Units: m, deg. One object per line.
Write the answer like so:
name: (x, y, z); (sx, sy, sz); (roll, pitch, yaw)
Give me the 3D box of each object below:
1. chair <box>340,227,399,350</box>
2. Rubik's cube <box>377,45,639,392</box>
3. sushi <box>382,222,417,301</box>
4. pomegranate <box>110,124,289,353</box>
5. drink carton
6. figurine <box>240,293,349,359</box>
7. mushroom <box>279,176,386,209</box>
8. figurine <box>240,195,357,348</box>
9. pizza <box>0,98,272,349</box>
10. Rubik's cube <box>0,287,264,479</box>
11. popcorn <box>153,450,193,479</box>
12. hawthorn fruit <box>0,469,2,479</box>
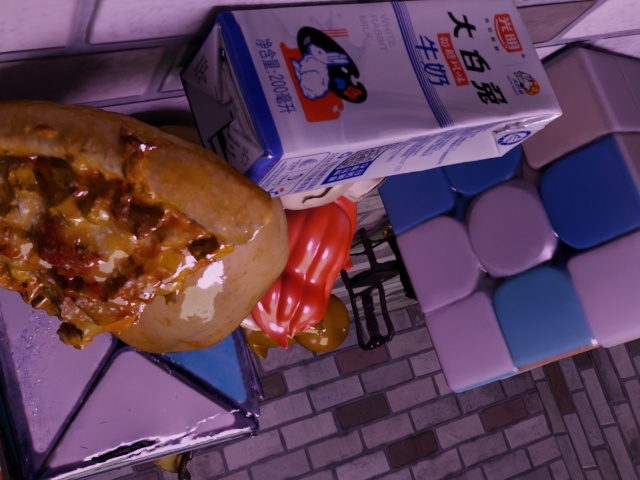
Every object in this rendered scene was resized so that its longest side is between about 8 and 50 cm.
chair: (0.114, 0.092, 1.687); (0.113, 0.229, 0.106); (-6, 164, -39)
Rubik's cube: (0.337, -0.022, 1.179); (0.347, 0.346, 0.344); (-28, 167, 38)
sushi: (0.302, -0.003, 1.611); (0.349, 0.207, 0.234); (-16, 177, 8)
pomegranate: (-0.145, -0.002, 0.832); (0.233, 0.233, 0.233); (-18, 169, -4)
drink carton: (0.050, -0.127, 0.748); (0.315, 0.130, 0.106); (-13, 168, -32)
figurine: (-0.061, 0.140, 1.707); (0.228, 0.215, 0.215); (-22, 169, 26)
mushroom: (0.010, -0.088, 0.882); (0.154, 0.122, 0.154); (-41, -166, 13)
figurine: (-0.057, 0.037, 1.214); (0.208, 0.181, 0.257); (-39, -175, -40)
pizza: (-0.198, 0.000, 0.674); (0.336, 0.226, 0.086); (5, -148, 10)
Rubik's cube: (-0.281, 0.142, 1.104); (0.307, 0.305, 0.310); (-11, 169, -24)
popcorn: (-0.348, 0.315, 1.699); (0.349, 0.381, 0.349); (-29, -178, 1)
hawthorn fruit: (-0.521, 0.265, 1.405); (0.275, 0.275, 0.299); (-20, 157, 5)
